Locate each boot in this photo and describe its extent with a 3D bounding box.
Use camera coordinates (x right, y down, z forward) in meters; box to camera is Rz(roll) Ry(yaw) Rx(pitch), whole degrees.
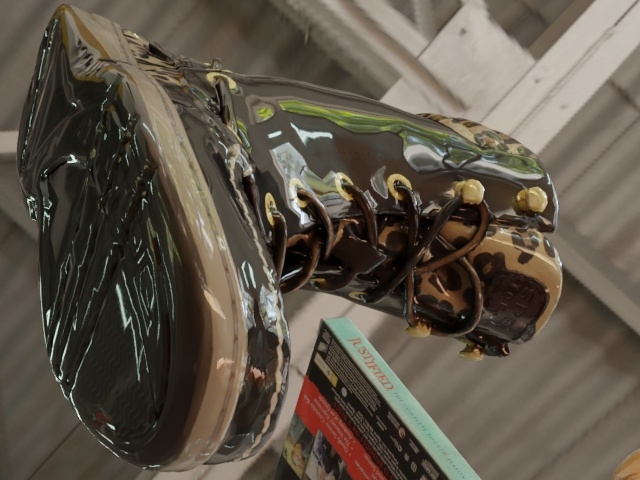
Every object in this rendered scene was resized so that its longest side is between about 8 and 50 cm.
[{"bbox_3d":[0.000,0.000,0.743,0.284,0.377,0.138,13,-72,-24],"label":"boot"}]

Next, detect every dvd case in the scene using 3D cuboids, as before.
[{"bbox_3d":[0.011,0.098,0.476,0.013,0.087,0.119,-5,-54,-32],"label":"dvd case"}]

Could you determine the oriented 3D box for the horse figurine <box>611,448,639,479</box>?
[{"bbox_3d":[0.233,0.196,0.988,0.066,0.263,0.174,37,-69,38],"label":"horse figurine"}]
